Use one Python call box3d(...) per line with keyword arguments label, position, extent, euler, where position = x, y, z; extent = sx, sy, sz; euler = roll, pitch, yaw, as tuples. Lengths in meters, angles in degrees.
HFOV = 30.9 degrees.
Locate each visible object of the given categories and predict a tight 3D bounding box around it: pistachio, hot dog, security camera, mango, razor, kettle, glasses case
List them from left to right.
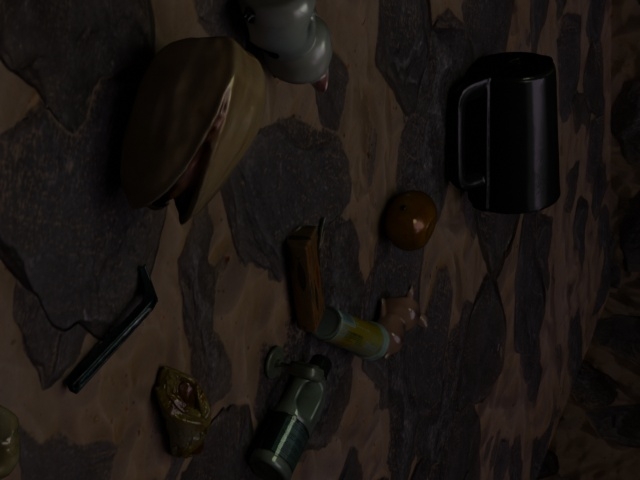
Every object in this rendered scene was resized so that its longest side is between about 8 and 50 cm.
box3d(label="razor", position=(-0.250, 0.114, 1.423), extent=(0.190, 0.033, 0.066), euler=(-55, 146, -39))
box3d(label="hot dog", position=(-0.181, 0.240, 1.593), extent=(0.078, 0.061, 0.169), euler=(-54, 146, -44))
box3d(label="pistachio", position=(-0.151, -0.133, 1.377), extent=(0.157, 0.157, 0.229), euler=(20, 92, -65))
box3d(label="security camera", position=(-0.038, 0.202, 1.842), extent=(0.058, 0.092, 0.058), euler=(-34, 129, -56))
box3d(label="glasses case", position=(-0.025, 0.062, 1.870), extent=(0.064, 0.041, 0.170), euler=(-64, 154, -51))
box3d(label="mango", position=(0.178, -0.042, 2.194), extent=(0.165, 0.089, 0.115), euler=(-40, 138, -57))
box3d(label="kettle", position=(0.384, -0.230, 2.483), extent=(0.203, 0.262, 0.308), euler=(-107, -171, -62))

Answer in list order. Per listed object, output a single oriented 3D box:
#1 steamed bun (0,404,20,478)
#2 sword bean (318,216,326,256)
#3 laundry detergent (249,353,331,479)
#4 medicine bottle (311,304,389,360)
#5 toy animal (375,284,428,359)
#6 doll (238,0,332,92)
box3d(label="steamed bun", position=(-0.366, 0.233, 1.144), extent=(0.177, 0.106, 0.192), euler=(-66, 155, -20))
box3d(label="sword bean", position=(0.000, 0.000, 1.928), extent=(0.012, 0.012, 0.083), euler=(-13, 114, -63))
box3d(label="laundry detergent", position=(-0.039, 0.286, 1.905), extent=(0.226, 0.070, 0.099), euler=(-62, 145, -29))
box3d(label="medicine bottle", position=(0.051, 0.162, 2.044), extent=(0.218, 0.074, 0.074), euler=(30, 74, -62))
box3d(label="toy animal", position=(0.147, 0.164, 2.231), extent=(0.150, 0.089, 0.083), euler=(-55, 152, -23))
box3d(label="doll", position=(-0.044, -0.288, 1.585), extent=(0.107, 0.110, 0.181), euler=(-52, 147, -8))
